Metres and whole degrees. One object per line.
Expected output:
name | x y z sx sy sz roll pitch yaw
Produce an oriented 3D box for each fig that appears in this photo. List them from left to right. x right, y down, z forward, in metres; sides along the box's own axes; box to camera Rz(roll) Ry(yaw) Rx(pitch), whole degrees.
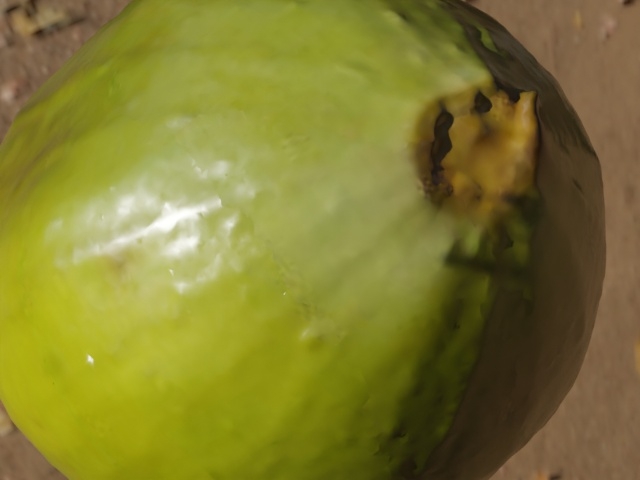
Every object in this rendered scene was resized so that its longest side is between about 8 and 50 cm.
fig | -0.009 0.007 1.029 0.343 0.343 0.343 -6 56 8
